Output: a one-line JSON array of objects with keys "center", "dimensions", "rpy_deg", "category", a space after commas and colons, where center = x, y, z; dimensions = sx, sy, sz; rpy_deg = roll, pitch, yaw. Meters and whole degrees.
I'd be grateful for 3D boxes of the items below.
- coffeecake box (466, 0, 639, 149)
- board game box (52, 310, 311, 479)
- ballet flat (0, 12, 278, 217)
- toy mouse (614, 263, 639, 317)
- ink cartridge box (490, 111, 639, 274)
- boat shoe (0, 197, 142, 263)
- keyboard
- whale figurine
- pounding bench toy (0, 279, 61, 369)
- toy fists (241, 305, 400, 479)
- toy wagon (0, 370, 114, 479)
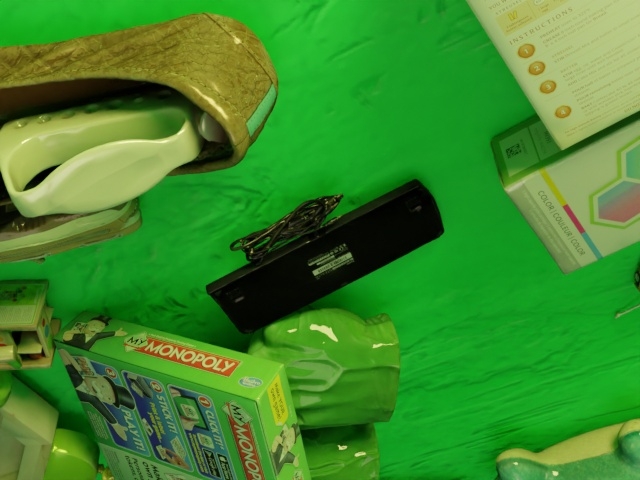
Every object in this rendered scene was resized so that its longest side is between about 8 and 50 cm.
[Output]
[{"center": [0.162, -0.163, 0.471], "dimensions": [0.142, 0.068, 0.185], "rpy_deg": [-28, 130, 22], "category": "coffeecake box"}, {"center": [-0.106, 0.218, 0.743], "dimensions": [0.213, 0.046, 0.317], "rpy_deg": [10, 129, 26], "category": "board game box"}, {"center": [-0.194, -0.059, 0.513], "dimensions": [0.342, 0.124, 0.116], "rpy_deg": [-8, 134, 4], "category": "ballet flat"}, {"center": [0.351, 0.025, 0.694], "dimensions": [0.143, 0.031, 0.161], "rpy_deg": [0, 134, -3], "category": "toy mouse"}, {"center": [0.241, -0.069, 0.574], "dimensions": [0.209, 0.062, 0.109], "rpy_deg": [-28, 129, 22], "category": "ink cartridge box"}, {"center": [-0.229, -0.006, 0.608], "dimensions": [0.189, 0.068, 0.072], "rpy_deg": [-7, 146, 3], "category": "boat shoe"}, {"center": [0.000, 0.000, 0.641], "dimensions": [0.192, 0.038, 0.100], "rpy_deg": [-27, 138, 1], "category": "keyboard"}, {"center": [0.323, 0.282, 0.870], "dimensions": [0.271, 0.141, 0.216], "rpy_deg": [0, 135, -3], "category": "whale figurine"}, {"center": [-0.257, 0.085, 0.679], "dimensions": [0.052, 0.083, 0.065], "rpy_deg": [-1, 134, -3], "category": "pounding bench toy"}, {"center": [-0.015, 0.166, 0.770], "dimensions": [0.142, 0.096, 0.279], "rpy_deg": [-3, 133, -11], "category": "toy fists"}, {"center": [-0.367, 0.204, 0.802], "dimensions": [0.344, 0.068, 0.267], "rpy_deg": [13, 133, -17], "category": "toy wagon"}]
